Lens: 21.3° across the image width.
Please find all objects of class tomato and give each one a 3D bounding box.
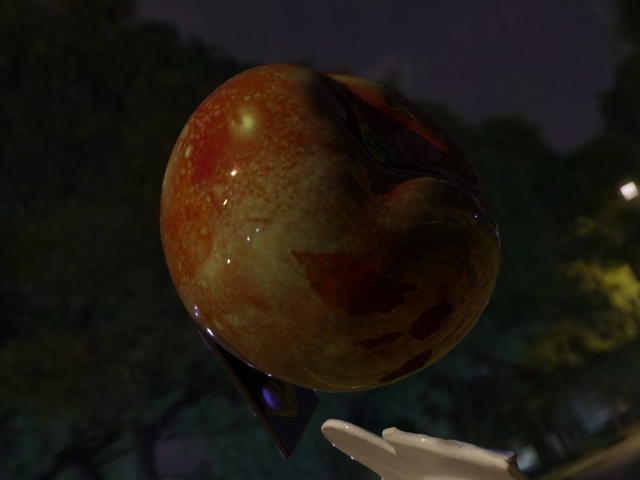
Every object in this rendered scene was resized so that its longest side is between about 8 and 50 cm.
[{"bbox_3d":[0.000,0.000,1.318,0.270,0.270,0.222,-10,-38,-53],"label":"tomato"}]

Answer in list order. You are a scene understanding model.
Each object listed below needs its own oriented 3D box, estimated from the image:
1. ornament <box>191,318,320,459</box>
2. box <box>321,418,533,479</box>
[{"bbox_3d":[0.012,0.059,1.539,0.196,0.166,0.153,-33,6,13],"label":"ornament"},{"bbox_3d":[0.087,0.254,0.969,0.206,0.291,0.262,-61,-3,-19],"label":"box"}]
